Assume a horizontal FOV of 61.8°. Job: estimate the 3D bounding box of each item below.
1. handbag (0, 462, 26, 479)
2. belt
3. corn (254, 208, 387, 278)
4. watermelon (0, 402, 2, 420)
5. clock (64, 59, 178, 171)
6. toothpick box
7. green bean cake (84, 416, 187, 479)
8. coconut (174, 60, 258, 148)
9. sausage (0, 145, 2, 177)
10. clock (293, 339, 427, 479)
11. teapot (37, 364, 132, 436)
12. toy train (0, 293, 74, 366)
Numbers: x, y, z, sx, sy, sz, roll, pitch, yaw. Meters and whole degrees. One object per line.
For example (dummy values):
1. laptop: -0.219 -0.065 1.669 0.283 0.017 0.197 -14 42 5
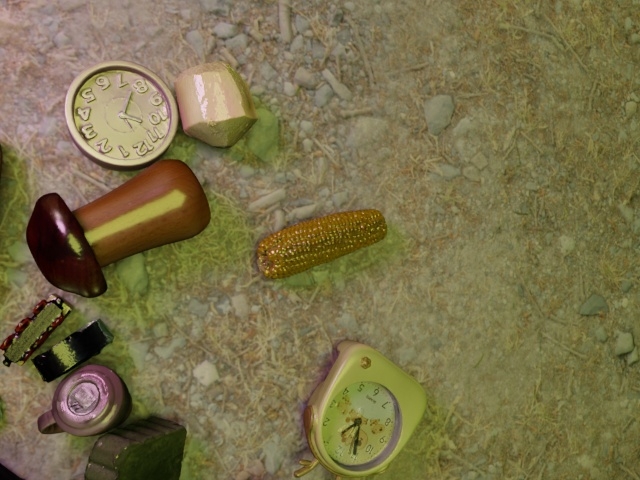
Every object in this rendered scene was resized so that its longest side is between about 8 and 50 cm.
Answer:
1. handbag: -0.530 0.426 0.800 0.275 0.302 0.178 -1 82 -24
2. belt: -0.432 0.194 0.940 0.140 0.105 0.058 -38 98 -44
3. corn: 0.000 0.000 1.124 0.310 0.101 0.102 -20 95 -19
4. watermelon: -0.598 0.275 0.899 0.101 0.080 0.155 -9 76 -31
5. clock: -0.370 -0.231 1.002 0.196 0.068 0.197 1 88 -22
6. toothpick box: -0.353 -0.027 0.943 0.294 0.192 0.192 -28 99 -25
7. green bean cake: -0.330 0.418 0.937 0.094 0.185 0.184 10 88 18
8. coconut: -0.202 -0.254 1.033 0.147 0.147 0.153 -15 91 -21
9. sausage: -0.625 0.040 0.863 0.136 0.123 0.501 15 83 -18
10. clock: 0.069 0.388 1.141 0.235 0.096 0.308 40 75 -17
11. teapot: -0.396 0.298 0.933 0.116 0.146 0.148 33 71 13
12. toy train: -0.495 0.156 0.931 0.050 0.087 0.138 39 78 -8
